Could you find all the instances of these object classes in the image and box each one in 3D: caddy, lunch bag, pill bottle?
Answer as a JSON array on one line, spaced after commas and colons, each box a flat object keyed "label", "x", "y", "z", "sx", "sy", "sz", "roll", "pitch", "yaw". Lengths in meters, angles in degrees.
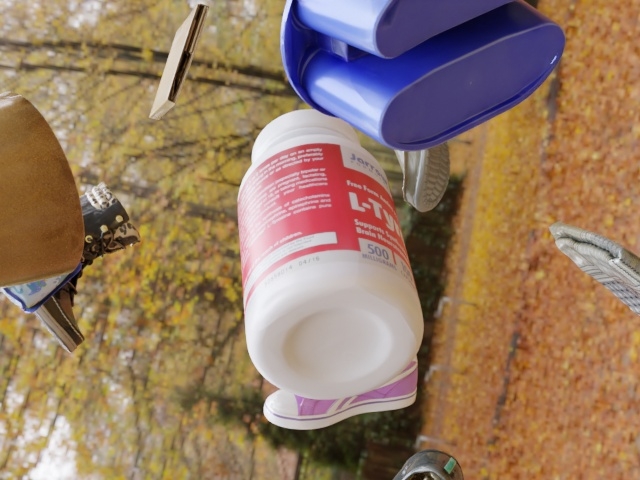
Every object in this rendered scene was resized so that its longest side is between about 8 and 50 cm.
[{"label": "caddy", "x": 0.118, "y": -0.253, "z": 1.093, "sx": 0.341, "sy": 0.179, "sz": 0.241, "roll": -27, "pitch": -45, "yaw": -23}, {"label": "lunch bag", "x": -0.475, "y": 0.051, "z": 1.635, "sx": 0.129, "sy": 0.096, "sz": 0.151, "roll": -45, "pitch": 10, "yaw": -16}, {"label": "pill bottle", "x": 0.000, "y": 0.000, "z": 1.369, "sx": 0.408, "sy": 0.228, "sz": 0.229, "roll": -99, "pitch": 12, "yaw": -48}]

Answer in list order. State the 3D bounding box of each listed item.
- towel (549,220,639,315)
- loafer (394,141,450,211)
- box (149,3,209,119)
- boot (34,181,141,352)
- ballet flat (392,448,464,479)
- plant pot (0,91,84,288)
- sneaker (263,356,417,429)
[{"label": "towel", "x": 0.467, "y": 0.096, "z": 1.347, "sx": 0.056, "sy": 0.312, "sz": 0.324, "roll": -52, "pitch": 5, "yaw": 5}, {"label": "loafer", "x": 0.156, "y": -0.167, "z": 1.596, "sx": 0.094, "sy": 0.087, "sz": 0.251, "roll": 25, "pitch": -115, "yaw": -55}, {"label": "box", "x": -0.234, "y": -0.287, "z": 1.598, "sx": 0.201, "sy": 0.021, "sz": 0.165, "roll": 177, "pitch": 110, "yaw": -72}, {"label": "boot", "x": -0.536, "y": 0.045, "z": 2.186, "sx": 0.377, "sy": 0.284, "sz": 0.138, "roll": 51, "pitch": 165, "yaw": 36}, {"label": "ballet flat", "x": 0.058, "y": 0.349, "z": 1.071, "sx": 0.280, "sy": 0.095, "sz": 0.096, "roll": -57, "pitch": -8, "yaw": -2}, {"label": "plant pot", "x": -0.448, "y": -0.031, "z": 1.143, "sx": 0.254, "sy": 0.237, "sz": 0.237, "roll": -23, "pitch": -46, "yaw": -37}, {"label": "sneaker", "x": 0.035, "y": 0.222, "z": 1.684, "sx": 0.102, "sy": 0.282, "sz": 0.161, "roll": -133, "pitch": 38, "yaw": -55}]
